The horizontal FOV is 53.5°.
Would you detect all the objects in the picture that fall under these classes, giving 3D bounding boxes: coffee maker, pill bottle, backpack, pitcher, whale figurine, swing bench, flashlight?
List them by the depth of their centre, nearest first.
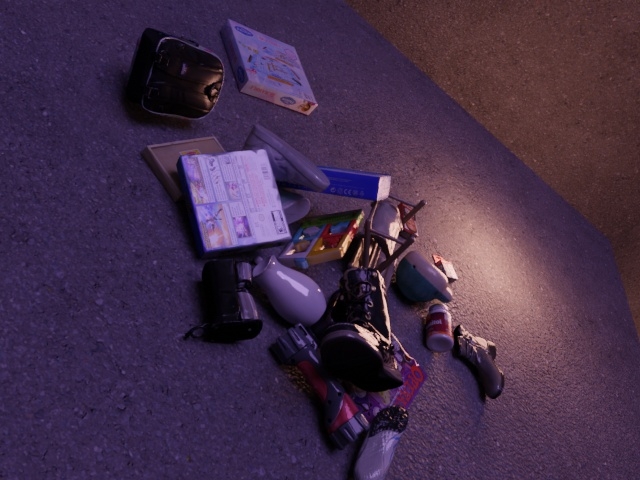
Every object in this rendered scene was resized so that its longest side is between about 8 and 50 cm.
[{"bbox_3d":[-0.229,0.136,1.487,0.171,0.120,0.178,14,46,-38],"label":"coffee maker"},{"bbox_3d":[-0.006,0.356,1.543,0.304,0.103,0.103,51,33,12],"label":"flashlight"},{"bbox_3d":[-0.090,0.123,1.664,0.207,0.125,0.178,43,1,-16],"label":"pitcher"},{"bbox_3d":[-0.406,-0.459,1.783,0.253,0.225,0.191,5,22,-45],"label":"backpack"},{"bbox_3d":[0.196,0.000,1.997,0.165,0.255,0.253,23,35,2],"label":"swing bench"},{"bbox_3d":[0.382,0.279,2.044,0.086,0.086,0.152,34,36,-20],"label":"pill bottle"},{"bbox_3d":[0.347,0.148,2.118,0.216,0.141,0.272,47,5,36],"label":"whale figurine"}]

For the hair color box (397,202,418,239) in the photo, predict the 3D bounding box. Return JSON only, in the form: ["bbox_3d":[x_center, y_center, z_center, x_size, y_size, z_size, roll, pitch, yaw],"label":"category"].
[{"bbox_3d":[0.318,-0.070,2.353,0.072,0.043,0.141,29,39,-27],"label":"hair color box"}]

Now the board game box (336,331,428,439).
[{"bbox_3d":[0.160,0.386,1.734,0.208,0.056,0.347,53,34,0],"label":"board game box"}]

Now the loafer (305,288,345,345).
[{"bbox_3d":[0.069,0.193,1.775,0.109,0.095,0.302,49,34,3],"label":"loafer"}]

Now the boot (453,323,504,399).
[{"bbox_3d":[0.505,0.398,2.085,0.161,0.083,0.246,27,34,-17],"label":"boot"}]

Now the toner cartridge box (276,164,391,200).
[{"bbox_3d":[0.023,-0.182,1.896,0.347,0.075,0.165,10,11,16],"label":"toner cartridge box"}]

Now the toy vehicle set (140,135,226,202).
[{"bbox_3d":[-0.347,-0.204,1.765,0.166,0.035,0.267,54,35,9],"label":"toy vehicle set"}]

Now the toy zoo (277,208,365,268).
[{"bbox_3d":[0.000,0.000,1.818,0.293,0.192,0.030,-59,134,-55],"label":"toy zoo"}]

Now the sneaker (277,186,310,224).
[{"bbox_3d":[-0.172,-0.078,1.815,0.256,0.094,0.151,-24,34,-34],"label":"sneaker"}]

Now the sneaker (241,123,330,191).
[{"bbox_3d":[-0.118,-0.184,1.803,0.292,0.169,0.108,39,13,22],"label":"sneaker"}]

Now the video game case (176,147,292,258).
[{"bbox_3d":[-0.227,-0.101,1.662,0.244,0.061,0.270,-9,74,-29],"label":"video game case"}]

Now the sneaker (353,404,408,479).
[{"bbox_3d":[0.145,0.501,1.540,0.085,0.086,0.237,23,49,16],"label":"sneaker"}]

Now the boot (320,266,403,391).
[{"bbox_3d":[0.095,0.199,1.578,0.377,0.138,0.284,43,35,-51],"label":"boot"}]

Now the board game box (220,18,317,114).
[{"bbox_3d":[-0.189,-0.634,2.332,0.318,0.066,0.318,11,49,-41],"label":"board game box"}]

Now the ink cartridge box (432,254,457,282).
[{"bbox_3d":[0.463,0.098,2.358,0.063,0.029,0.115,14,47,-39],"label":"ink cartridge box"}]
